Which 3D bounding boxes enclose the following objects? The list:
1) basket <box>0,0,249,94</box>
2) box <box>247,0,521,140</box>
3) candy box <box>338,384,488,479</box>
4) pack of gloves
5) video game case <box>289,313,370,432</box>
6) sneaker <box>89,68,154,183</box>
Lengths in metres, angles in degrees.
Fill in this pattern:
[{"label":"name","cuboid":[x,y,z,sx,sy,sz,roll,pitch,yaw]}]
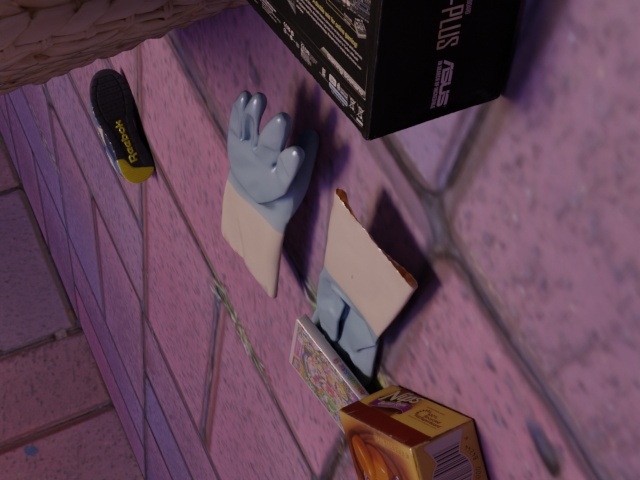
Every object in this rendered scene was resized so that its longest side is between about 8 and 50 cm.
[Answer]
[{"label":"basket","cuboid":[-0.273,-0.224,0.629,0.328,0.331,0.266,-9,105,39]},{"label":"box","cuboid":[0.015,-0.162,0.444,0.180,0.077,0.147,53,154,37]},{"label":"candy box","cuboid":[0.079,0.203,0.654,0.109,0.053,0.186,8,117,66]},{"label":"pack of gloves","cuboid":[0.000,0.000,0.711,0.195,0.046,0.232,50,157,18]},{"label":"video game case","cuboid":[0.017,0.124,0.760,0.122,0.011,0.087,50,157,21]},{"label":"sneaker","cuboid":[-0.252,-0.140,1.179,0.059,0.053,0.144,-168,61,-69]}]
